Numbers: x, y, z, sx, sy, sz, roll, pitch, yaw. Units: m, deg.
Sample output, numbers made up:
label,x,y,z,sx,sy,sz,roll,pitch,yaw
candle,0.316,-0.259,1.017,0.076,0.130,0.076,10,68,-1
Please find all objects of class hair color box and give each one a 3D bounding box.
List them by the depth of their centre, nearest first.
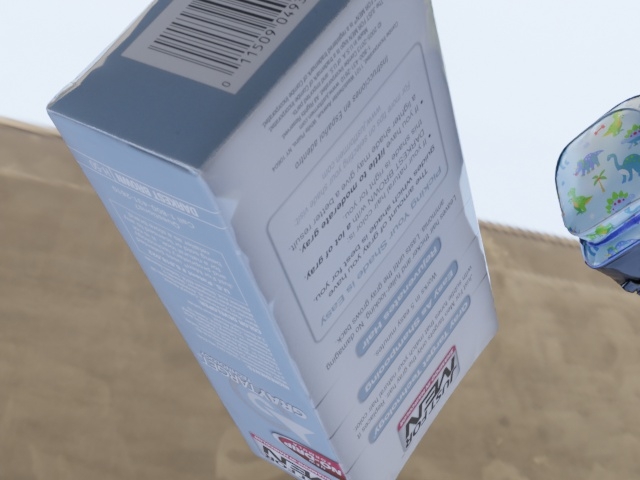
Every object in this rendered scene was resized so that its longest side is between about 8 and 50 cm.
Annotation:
label,x,y,z,sx,sy,sz,roll,pitch,yaw
hair color box,0.000,0.000,0.697,0.114,0.374,0.185,23,-118,31

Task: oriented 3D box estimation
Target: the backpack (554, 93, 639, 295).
label,x,y,z,sx,sy,sz,roll,pitch,yaw
backpack,0.209,-0.040,0.744,0.084,0.105,0.114,32,-145,-32
